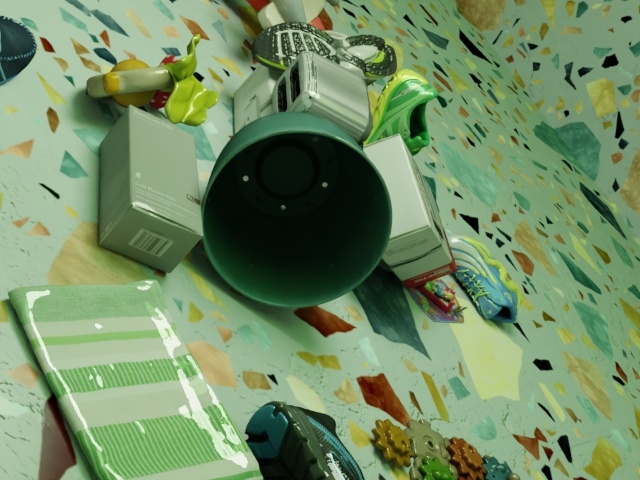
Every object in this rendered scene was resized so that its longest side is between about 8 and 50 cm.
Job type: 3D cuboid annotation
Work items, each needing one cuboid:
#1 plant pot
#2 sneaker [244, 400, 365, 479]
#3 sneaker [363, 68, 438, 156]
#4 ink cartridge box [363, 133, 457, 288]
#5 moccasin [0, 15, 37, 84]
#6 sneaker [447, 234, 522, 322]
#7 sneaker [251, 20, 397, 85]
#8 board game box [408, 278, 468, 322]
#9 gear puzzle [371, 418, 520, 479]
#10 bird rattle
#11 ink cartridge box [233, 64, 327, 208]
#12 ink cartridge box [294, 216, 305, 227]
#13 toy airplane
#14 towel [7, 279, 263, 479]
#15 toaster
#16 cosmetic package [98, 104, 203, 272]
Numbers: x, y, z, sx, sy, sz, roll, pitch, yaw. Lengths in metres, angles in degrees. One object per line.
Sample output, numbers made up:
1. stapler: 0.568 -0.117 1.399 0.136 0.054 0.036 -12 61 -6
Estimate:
1. plant pot: -0.047 -0.074 1.619 0.293 0.293 0.235 36 16 -19
2. sneaker: 0.030 0.356 1.303 0.139 0.125 0.341 14 42 -49
3. sneaker: 0.152 -0.197 2.045 0.123 0.296 0.109 29 29 16
4. ink cartridge box: 0.154 -0.049 1.889 0.273 0.114 0.197 44 27 -64
5. moccasin: -0.515 -0.286 1.400 0.138 0.117 0.342 51 28 9
6. sneaker: 0.347 0.089 2.144 0.240 0.091 0.126 37 29 -20
7. sneaker: -0.002 -0.343 1.969 0.299 0.121 0.111 6 66 -28
8. board game box: 0.240 0.102 2.036 0.168 0.033 0.133 9 45 -50
9. gear puzzle: 0.214 0.365 1.635 0.339 0.044 0.175 32 31 -26
10. bird rattle: -0.282 -0.269 1.654 0.206 0.143 0.253 -8 16 -25
11. ink cartridge box: -0.051 -0.190 1.924 0.207 0.117 0.283 31 31 -28
12. ink cartridge box: 0.000 0.000 1.815 0.122 0.052 0.088 40 28 -9
13. toy airplane: -0.047 -0.550 2.245 0.384 0.272 0.386 17 39 -45
14. towel: -0.225 0.188 1.264 0.248 0.038 0.325 0 52 -54
15. toaster: 0.001 -0.234 1.793 0.146 0.129 0.227 26 37 -25
16. cosmetic package: -0.256 -0.080 1.507 0.127 0.107 0.238 23 38 -32
